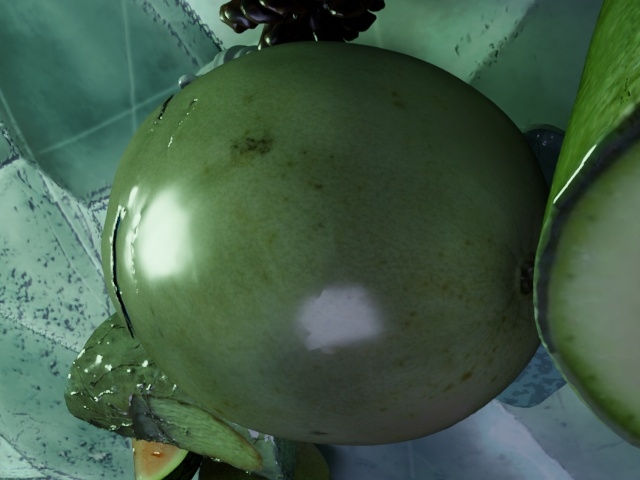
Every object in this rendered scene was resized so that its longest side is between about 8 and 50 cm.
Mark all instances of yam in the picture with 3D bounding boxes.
[{"bbox_3d":[-0.129,0.151,0.982,0.254,0.154,0.154,12,128,21],"label":"yam"}]

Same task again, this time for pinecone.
[{"bbox_3d":[-0.015,-0.204,0.667,0.162,0.163,0.165,23,153,6],"label":"pinecone"}]

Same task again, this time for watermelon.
[{"bbox_3d":[-0.164,0.230,1.074,0.086,0.163,0.069,-23,126,6],"label":"watermelon"}]

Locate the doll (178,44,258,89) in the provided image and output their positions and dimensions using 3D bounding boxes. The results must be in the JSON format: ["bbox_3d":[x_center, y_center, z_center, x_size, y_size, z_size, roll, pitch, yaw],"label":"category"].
[{"bbox_3d":[-0.030,-0.124,0.787,0.180,0.079,0.094,8,153,1],"label":"doll"}]

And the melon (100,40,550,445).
[{"bbox_3d":[0.000,0.000,0.638,0.330,0.268,0.269,8,130,43],"label":"melon"}]

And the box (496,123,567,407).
[{"bbox_3d":[0.172,0.028,0.771,0.162,0.130,0.227,26,133,-17],"label":"box"}]

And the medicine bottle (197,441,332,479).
[{"bbox_3d":[-0.087,0.381,1.129,0.151,0.151,0.323,20,130,8],"label":"medicine bottle"}]

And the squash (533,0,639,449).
[{"bbox_3d":[0.270,-0.085,0.484,0.262,0.384,0.263,12,131,14],"label":"squash"}]
